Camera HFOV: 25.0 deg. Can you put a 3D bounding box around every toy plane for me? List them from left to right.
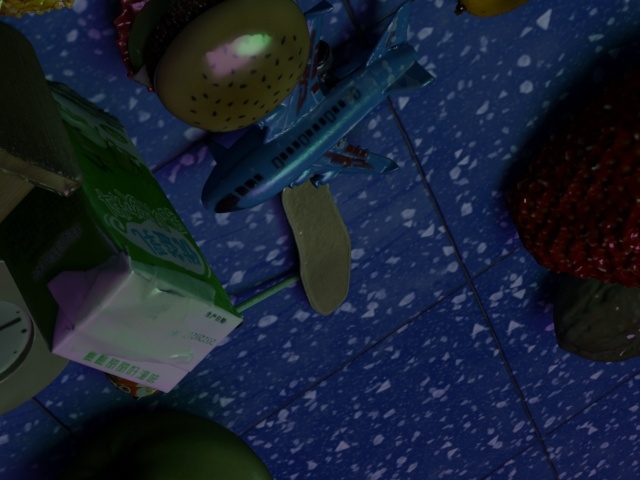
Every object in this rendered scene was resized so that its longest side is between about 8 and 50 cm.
[{"bbox_3d":[-0.008,-0.120,1.417,0.271,0.105,0.254,-32,142,-4],"label":"toy plane"}]

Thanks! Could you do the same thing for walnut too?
[{"bbox_3d":[0.403,0.070,1.907,0.230,0.178,0.178,-42,143,18],"label":"walnut"}]

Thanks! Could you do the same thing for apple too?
[{"bbox_3d":[-0.176,0.325,1.658,0.279,0.279,0.279,-21,141,-18],"label":"apple"}]

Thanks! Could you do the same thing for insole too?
[{"bbox_3d":[0.000,0.000,1.614,0.081,0.011,0.248,-43,145,-20],"label":"insole"}]

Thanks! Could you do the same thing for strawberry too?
[{"bbox_3d":[0.396,-0.057,1.702,0.351,0.267,0.312,-26,155,30],"label":"strawberry"}]

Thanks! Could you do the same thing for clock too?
[{"bbox_3d":[-0.354,0.100,1.453,0.235,0.029,0.235,-20,139,-19],"label":"clock"}]

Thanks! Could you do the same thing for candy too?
[{"bbox_3d":[-0.112,0.088,1.608,0.287,0.078,0.084,-27,140,-25],"label":"candy"}]

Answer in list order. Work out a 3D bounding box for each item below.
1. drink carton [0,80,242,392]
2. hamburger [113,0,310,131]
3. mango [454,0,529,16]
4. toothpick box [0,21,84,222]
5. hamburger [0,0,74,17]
[{"bbox_3d":[-0.199,-0.012,1.244,0.108,0.271,0.161,-45,145,13],"label":"drink carton"},{"bbox_3d":[-0.087,-0.173,1.271,0.175,0.137,0.175,-24,145,-18],"label":"hamburger"},{"bbox_3d":[0.204,-0.286,1.442,0.187,0.066,0.101,-37,145,-10],"label":"mango"},{"bbox_3d":[-0.374,-0.036,1.170,0.308,0.190,0.187,-44,143,19],"label":"toothpick box"},{"bbox_3d":[-0.260,-0.252,0.936,0.294,0.276,0.179,14,110,-41],"label":"hamburger"}]
